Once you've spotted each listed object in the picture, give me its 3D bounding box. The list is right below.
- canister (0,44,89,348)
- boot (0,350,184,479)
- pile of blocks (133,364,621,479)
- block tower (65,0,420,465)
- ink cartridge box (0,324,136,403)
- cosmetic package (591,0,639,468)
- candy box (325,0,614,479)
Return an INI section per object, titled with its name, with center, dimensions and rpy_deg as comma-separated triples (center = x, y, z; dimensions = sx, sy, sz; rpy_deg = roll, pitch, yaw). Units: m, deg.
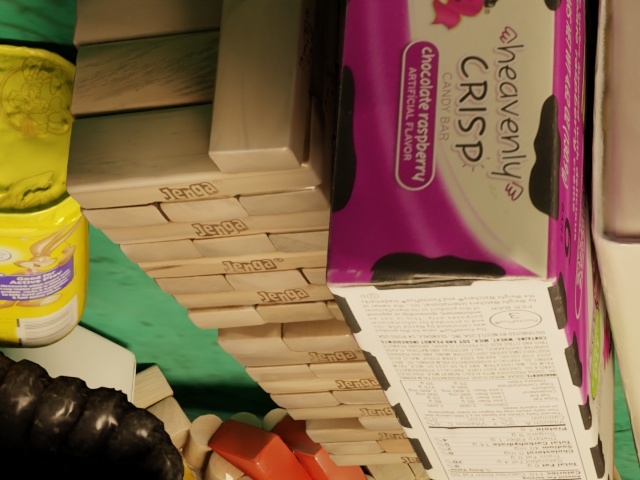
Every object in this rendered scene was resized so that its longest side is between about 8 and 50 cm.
[canister]
center = -0.155, -0.014, 0.820
dimensions = 0.126, 0.073, 0.170
rpy_deg = 4, 158, -5
[boot]
center = -0.091, 0.174, 0.934
dimensions = 0.348, 0.131, 0.260
rpy_deg = 0, 128, -26
[pile of blocks]
center = 0.014, 0.156, 1.096
dimensions = 0.362, 0.149, 0.112
rpy_deg = 6, 157, -6
[block tower]
center = 0.000, 0.000, 0.809
dimensions = 0.097, 0.091, 0.335
rpy_deg = -5, 155, 16
[ink cartridge box]
center = -0.240, 0.095, 1.043
dimensions = 0.237, 0.100, 0.172
rpy_deg = -12, 152, 33
[cosmetic package]
center = 0.187, 0.000, 0.741
dimensions = 0.153, 0.129, 0.296
rpy_deg = 0, 157, 11
[candy box]
center = 0.061, -0.014, 0.685
dimensions = 0.071, 0.159, 0.233
rpy_deg = -1, 157, 12
